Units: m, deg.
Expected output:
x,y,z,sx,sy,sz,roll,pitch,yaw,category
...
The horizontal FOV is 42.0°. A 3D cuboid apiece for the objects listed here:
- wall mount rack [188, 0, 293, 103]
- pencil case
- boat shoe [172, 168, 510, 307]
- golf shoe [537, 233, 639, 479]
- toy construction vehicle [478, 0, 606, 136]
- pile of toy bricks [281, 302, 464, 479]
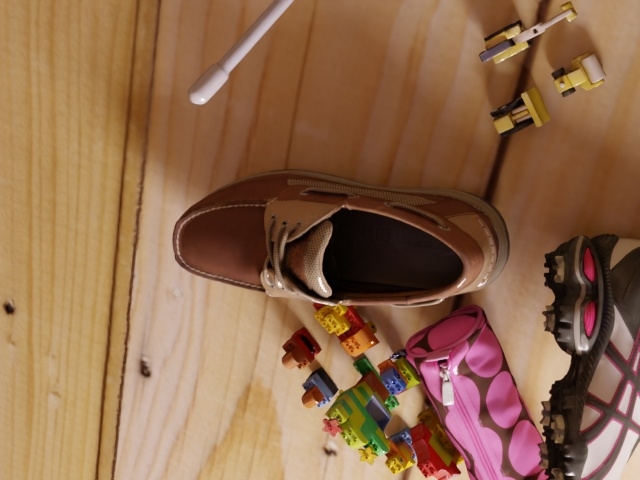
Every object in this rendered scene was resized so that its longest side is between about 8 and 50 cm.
x,y,z,sx,sy,sz,roll,pitch,yaw,category
-0.082,-0.302,0.669,0.350,0.130,0.304,40,120,6,wall mount rack
0.151,0.170,0.770,0.095,0.098,0.209,-27,100,12,pencil case
0.000,0.000,0.752,0.324,0.116,0.123,-1,101,23,boat shoe
0.244,0.132,0.687,0.120,0.105,0.273,3,95,4,golf shoe
0.173,-0.136,0.677,0.098,0.035,0.086,-22,100,29,toy construction vehicle
0.038,0.163,0.813,0.118,0.105,0.212,-37,92,30,pile of toy bricks
